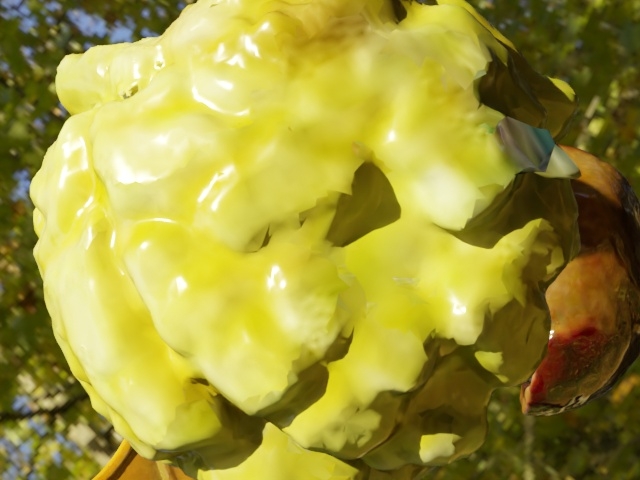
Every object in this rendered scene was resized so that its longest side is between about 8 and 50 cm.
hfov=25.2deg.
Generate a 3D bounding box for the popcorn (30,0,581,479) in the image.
[{"bbox_3d":[0.002,-0.003,0.435,0.173,0.173,0.142,-36,-23,-20],"label":"popcorn"}]

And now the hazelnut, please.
[{"bbox_3d":[0.163,0.028,1.055,0.170,0.161,0.201,39,-127,-54],"label":"hazelnut"}]

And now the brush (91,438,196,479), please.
[{"bbox_3d":[-0.122,0.128,0.571,0.314,0.017,0.090,-17,-93,-33],"label":"brush"}]
